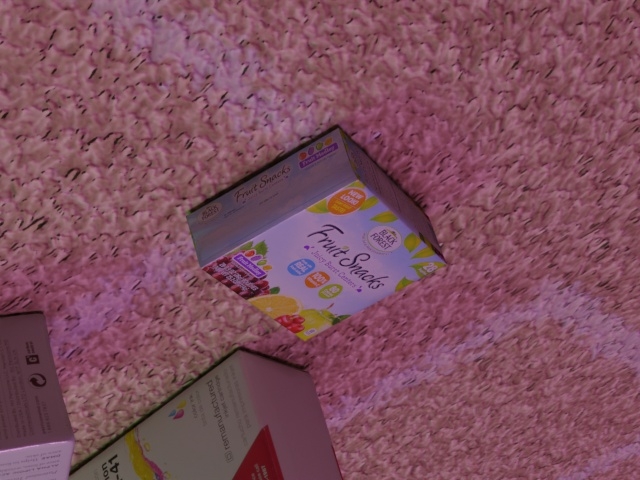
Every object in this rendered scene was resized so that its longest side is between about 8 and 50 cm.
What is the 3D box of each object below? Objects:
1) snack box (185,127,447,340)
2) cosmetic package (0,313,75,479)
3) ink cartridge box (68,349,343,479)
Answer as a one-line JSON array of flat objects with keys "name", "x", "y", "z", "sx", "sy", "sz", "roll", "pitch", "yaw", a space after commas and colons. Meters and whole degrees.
[{"name": "snack box", "x": 0.000, "y": 0.000, "z": 1.430, "sx": 0.174, "sy": 0.070, "sz": 0.207, "roll": -29, "pitch": 147, "yaw": 14}, {"name": "cosmetic package", "x": -0.336, "y": 0.189, "z": 1.456, "sx": 0.151, "sy": 0.151, "sz": 0.183, "roll": -7, "pitch": 146, "yaw": -20}, {"name": "ink cartridge box", "x": -0.128, "y": 0.300, "z": 1.661, "sx": 0.306, "sy": 0.226, "sz": 0.131, "roll": -37, "pitch": 143, "yaw": 24}]
